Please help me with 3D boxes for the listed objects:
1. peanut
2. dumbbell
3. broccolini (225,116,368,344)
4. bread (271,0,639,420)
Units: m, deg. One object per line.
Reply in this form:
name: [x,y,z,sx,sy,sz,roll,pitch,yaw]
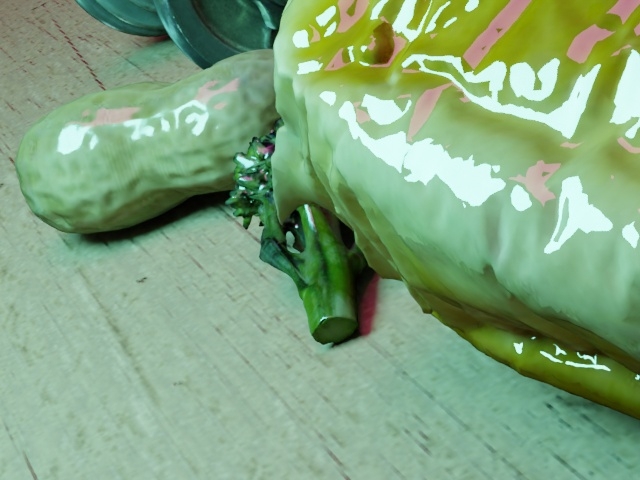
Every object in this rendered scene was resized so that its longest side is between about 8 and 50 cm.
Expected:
peanut: [-0.085,-0.063,1.144,0.227,0.086,0.104,-15,13,20]
dumbbell: [-0.083,-0.220,1.379,0.179,0.179,0.406,-30,23,-12]
broccolini: [-0.001,-0.017,0.977,0.091,0.068,0.203,-7,21,-7]
bread: [0.157,-0.042,0.699,0.388,0.183,0.236,27,76,46]
